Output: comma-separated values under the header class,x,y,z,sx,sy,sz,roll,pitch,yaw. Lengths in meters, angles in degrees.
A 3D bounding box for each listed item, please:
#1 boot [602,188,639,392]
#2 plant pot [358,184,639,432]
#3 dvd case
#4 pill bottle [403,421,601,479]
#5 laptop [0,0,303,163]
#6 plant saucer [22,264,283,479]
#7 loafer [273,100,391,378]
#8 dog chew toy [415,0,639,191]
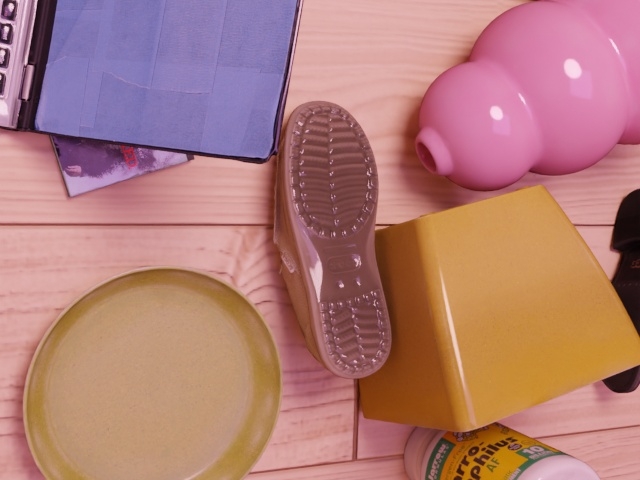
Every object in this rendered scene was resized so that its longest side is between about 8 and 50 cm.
class,x,y,z,sx,sy,sz,roll,pitch,yaw
boot,0.451,0.068,1.077,0.229,0.091,0.262,14,87,-25
plant pot,0.150,0.058,0.882,0.212,0.212,0.187,-15,90,-23
dvd case,-0.181,-0.097,0.808,0.120,0.013,0.087,-19,103,-23
pill bottle,0.173,0.244,0.899,0.118,0.208,0.117,-3,97,-25
laptop,-0.230,-0.278,0.645,0.408,0.236,0.381,9,91,-26
plant saucer,-0.152,0.141,0.833,0.241,0.037,0.240,-2,95,-25
loafer,0.000,0.000,0.864,0.102,0.092,0.268,0,79,-27
dog chew toy,0.244,-0.160,0.905,0.332,0.206,0.206,-30,107,-11
